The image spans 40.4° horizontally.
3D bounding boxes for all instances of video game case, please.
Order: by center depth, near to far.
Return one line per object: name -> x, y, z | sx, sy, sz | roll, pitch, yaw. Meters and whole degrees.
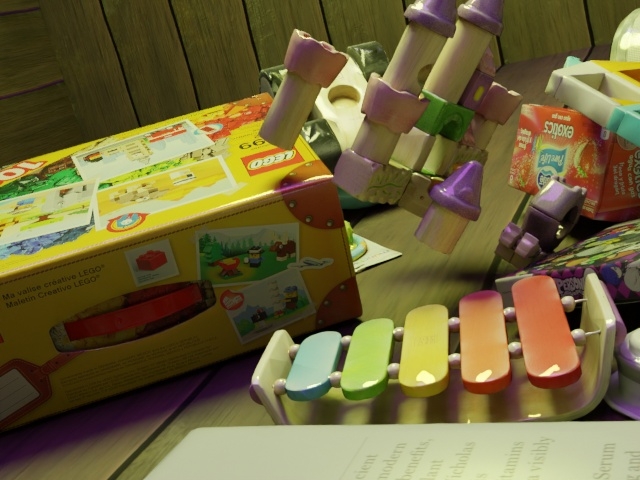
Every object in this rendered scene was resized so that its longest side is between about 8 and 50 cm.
video game case -> 0.327, 0.012, 0.864 | 0.232, 0.042, 0.210 | -19, 3, -37

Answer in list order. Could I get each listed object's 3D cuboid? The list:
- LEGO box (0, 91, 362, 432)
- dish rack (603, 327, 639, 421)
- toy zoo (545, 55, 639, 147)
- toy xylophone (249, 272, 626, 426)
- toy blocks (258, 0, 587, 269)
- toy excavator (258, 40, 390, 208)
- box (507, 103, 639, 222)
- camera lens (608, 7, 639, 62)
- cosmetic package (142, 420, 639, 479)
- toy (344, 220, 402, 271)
LEGO box -> -0.247, 0.010, 1.099 | 0.500, 0.193, 0.372 | -17, 27, -8
dish rack -> 0.394, 0.082, 0.617 | 0.285, 0.072, 0.333 | -20, 15, -17
toy zoo -> 0.392, -0.143, 0.985 | 0.192, 0.030, 0.293 | -12, 41, -36
toy xylophone -> 0.101, 0.118, 0.732 | 0.322, 0.081, 0.236 | -14, 16, 5
toy blocks -> 0.154, -0.153, 0.946 | 0.309, 0.260, 0.288 | 35, 17, 28
toy excavator -> -0.001, -0.178, 1.658 | 0.222, 0.445, 0.433 | -18, 57, -16
box -> 0.359, -0.102, 1.126 | 0.128, 0.123, 0.257 | 5, 12, -13
camera lens -> 0.611, -0.270, 1.362 | 0.274, 0.219, 0.219 | 1, 22, 44
cosmetic package -> 0.099, 0.192, 0.324 | 0.453, 0.162, 0.230 | -6, 17, 27
toy -> 0.000, 0.000, 1.285 | 0.136, 0.056, 0.237 | -22, 17, -20
